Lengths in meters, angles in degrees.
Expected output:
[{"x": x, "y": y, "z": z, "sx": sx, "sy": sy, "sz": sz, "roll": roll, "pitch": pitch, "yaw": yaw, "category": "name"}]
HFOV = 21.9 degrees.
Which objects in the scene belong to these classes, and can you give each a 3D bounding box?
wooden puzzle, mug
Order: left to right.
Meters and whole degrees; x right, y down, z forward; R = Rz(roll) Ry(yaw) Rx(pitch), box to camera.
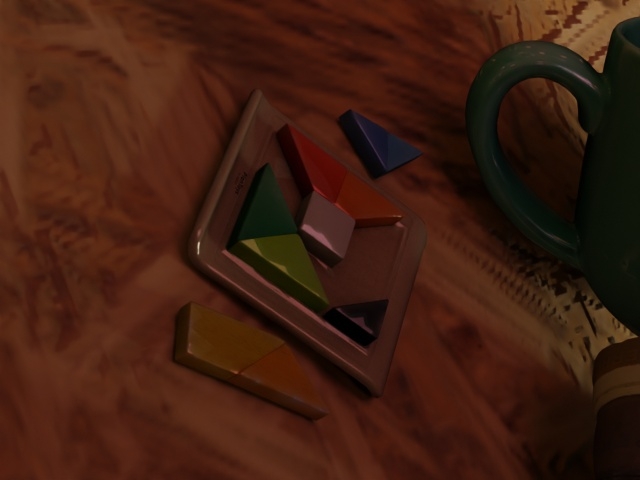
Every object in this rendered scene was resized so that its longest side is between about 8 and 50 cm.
[{"x": 0.000, "y": 0.000, "z": 0.460, "sx": 0.078, "sy": 0.014, "sz": 0.116, "roll": 34, "pitch": 45, "yaw": -25, "category": "wooden puzzle"}, {"x": 0.136, "y": -0.012, "z": 0.531, "sx": 0.129, "sy": 0.157, "sz": 0.097, "roll": -17, "pitch": 122, "yaw": -52, "category": "mug"}]

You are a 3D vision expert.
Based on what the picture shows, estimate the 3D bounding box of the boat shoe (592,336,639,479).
[{"x": 0.160, "y": 0.109, "z": 0.509, "sx": 0.223, "sy": 0.080, "sz": 0.073, "roll": 35, "pitch": 62, "yaw": -26, "category": "boat shoe"}]
